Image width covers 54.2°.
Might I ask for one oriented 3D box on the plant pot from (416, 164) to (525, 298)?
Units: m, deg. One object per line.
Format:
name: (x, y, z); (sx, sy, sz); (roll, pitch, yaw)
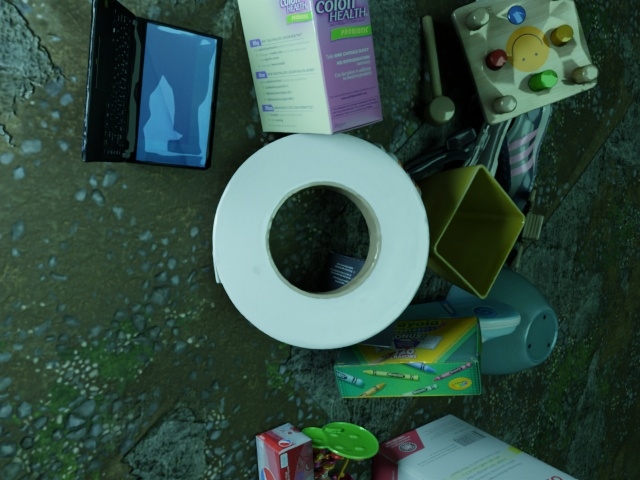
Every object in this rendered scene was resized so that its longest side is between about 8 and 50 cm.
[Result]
plant pot: (0.283, -0.029, 1.369); (0.212, 0.187, 0.212); (40, 75, -35)

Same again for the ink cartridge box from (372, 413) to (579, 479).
ink cartridge box: (0.343, 0.573, 1.411); (0.279, 0.384, 0.161); (-8, 104, -35)

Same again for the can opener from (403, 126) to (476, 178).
can opener: (0.258, -0.185, 1.372); (0.186, 0.059, 0.073); (-27, 113, 3)

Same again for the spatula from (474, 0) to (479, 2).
spatula: (0.413, -0.606, 1.457); (0.168, 0.019, 0.242); (45, 72, -35)

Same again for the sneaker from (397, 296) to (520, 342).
sneaker: (0.297, 0.249, 1.436); (0.318, 0.127, 0.208); (-5, 110, -2)

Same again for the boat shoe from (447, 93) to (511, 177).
boat shoe: (0.369, -0.264, 1.435); (0.095, 0.112, 0.335); (16, 85, -15)

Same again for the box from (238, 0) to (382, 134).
box: (-0.019, -0.313, 1.067); (0.117, 0.213, 0.243); (-22, 111, -32)

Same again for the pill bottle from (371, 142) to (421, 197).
pill bottle: (0.140, -0.129, 1.304); (0.152, 0.086, 0.086); (46, 71, -34)

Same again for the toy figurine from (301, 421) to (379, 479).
toy figurine: (0.025, 0.493, 1.342); (0.173, 0.130, 0.159); (9, 104, -16)

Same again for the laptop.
laptop: (-0.247, -0.229, 0.960); (0.136, 0.264, 0.234); (6, 96, -1)

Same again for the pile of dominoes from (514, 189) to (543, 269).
pile of dominoes: (0.526, -0.016, 1.563); (0.251, 0.040, 0.196); (11, 92, -71)

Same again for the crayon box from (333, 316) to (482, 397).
crayon box: (0.183, 0.235, 1.265); (0.165, 0.278, 0.081); (-59, 140, -63)

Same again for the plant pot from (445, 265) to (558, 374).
plant pot: (0.467, 0.211, 1.551); (0.290, 0.195, 0.290); (-8, 103, -35)

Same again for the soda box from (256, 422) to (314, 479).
soda box: (-0.068, 0.518, 1.275); (0.083, 0.092, 0.263); (-12, 106, -35)

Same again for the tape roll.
tape roll: (0.000, 0.000, 1.124); (0.391, 0.072, 0.392); (0, 90, -8)

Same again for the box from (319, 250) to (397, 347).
box: (0.078, 0.116, 1.264); (0.093, 0.156, 0.158); (14, 91, -39)

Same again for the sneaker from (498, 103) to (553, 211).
sneaker: (0.464, -0.218, 1.540); (0.131, 0.112, 0.319); (8, 99, -11)

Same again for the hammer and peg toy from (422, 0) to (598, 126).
hammer and peg toy: (0.378, -0.389, 1.310); (0.361, 0.127, 0.266); (-20, 98, -1)
